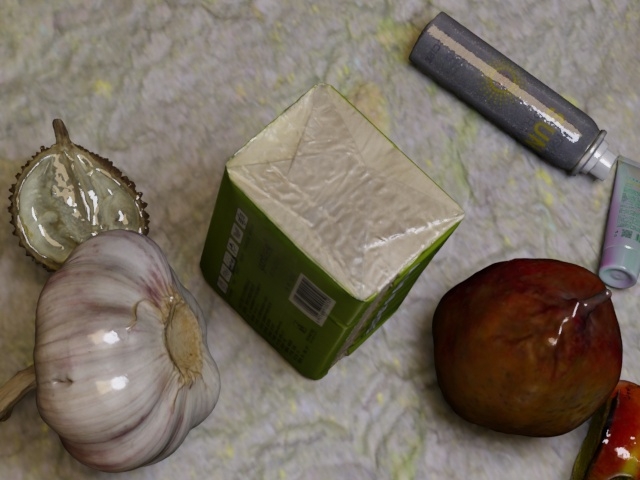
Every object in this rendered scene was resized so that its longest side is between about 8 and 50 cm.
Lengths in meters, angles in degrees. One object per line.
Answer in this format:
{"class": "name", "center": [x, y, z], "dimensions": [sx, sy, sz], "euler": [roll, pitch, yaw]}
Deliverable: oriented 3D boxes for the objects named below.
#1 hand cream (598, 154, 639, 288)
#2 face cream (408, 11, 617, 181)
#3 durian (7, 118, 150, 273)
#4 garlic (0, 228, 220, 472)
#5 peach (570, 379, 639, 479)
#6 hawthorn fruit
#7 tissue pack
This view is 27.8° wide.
{"class": "hand cream", "center": [0.379, -0.024, 1.565], "dimensions": [0.076, 0.047, 0.174], "euler": [23, 59, -1]}
{"class": "face cream", "center": [0.238, -0.170, 1.573], "dimensions": [0.283, 0.073, 0.073], "euler": [37, 68, 4]}
{"class": "durian", "center": [-0.271, -0.041, 1.422], "dimensions": [0.148, 0.091, 0.188], "euler": [-14, 95, -16]}
{"class": "garlic", "center": [-0.243, 0.132, 1.326], "dimensions": [0.253, 0.245, 0.245], "euler": [-18, 71, 18]}
{"class": "peach", "center": [0.339, 0.230, 1.435], "dimensions": [0.092, 0.127, 0.172], "euler": [22, 42, 7]}
{"class": "hawthorn fruit", "center": [0.233, 0.100, 1.380], "dimensions": [0.208, 0.248, 0.208], "euler": [6, 65, -13]}
{"class": "tissue pack", "center": [0.000, 0.000, 1.359], "dimensions": [0.200, 0.274, 0.167], "euler": [45, 68, 8]}
